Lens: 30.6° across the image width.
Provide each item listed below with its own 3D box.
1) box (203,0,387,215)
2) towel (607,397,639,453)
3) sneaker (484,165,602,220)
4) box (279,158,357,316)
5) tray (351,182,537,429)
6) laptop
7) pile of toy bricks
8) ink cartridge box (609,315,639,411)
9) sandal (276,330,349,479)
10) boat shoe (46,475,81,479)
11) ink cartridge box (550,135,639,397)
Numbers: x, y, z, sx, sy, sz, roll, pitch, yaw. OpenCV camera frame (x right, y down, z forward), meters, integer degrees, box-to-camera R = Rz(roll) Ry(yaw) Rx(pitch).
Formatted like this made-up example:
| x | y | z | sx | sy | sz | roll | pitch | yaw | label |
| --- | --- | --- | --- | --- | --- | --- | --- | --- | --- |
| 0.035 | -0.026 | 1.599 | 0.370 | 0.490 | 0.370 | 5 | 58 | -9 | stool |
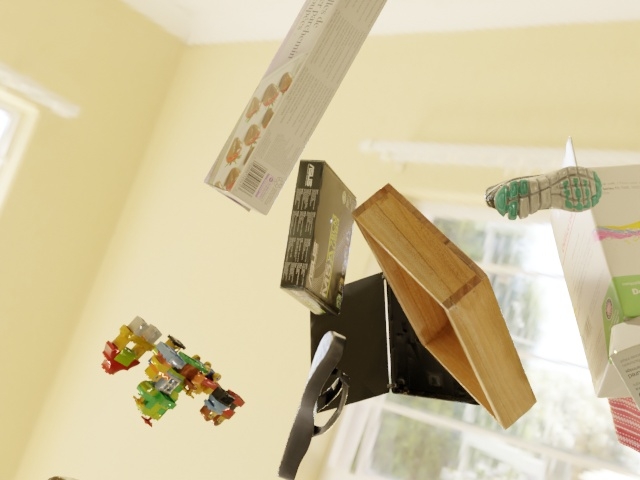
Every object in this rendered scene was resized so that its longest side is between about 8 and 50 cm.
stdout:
| x | y | z | sx | sy | sz | roll | pitch | yaw | label |
| --- | --- | --- | --- | --- | --- | --- | --- | --- | --- |
| -0.023 | -0.185 | 1.367 | 0.067 | 0.324 | 0.063 | 33 | -7 | -39 | box |
| 0.529 | 0.283 | 1.827 | 0.199 | 0.031 | 0.275 | 26 | -26 | 39 | towel |
| 0.289 | -0.066 | 1.536 | 0.167 | 0.065 | 0.076 | -5 | 8 | -20 | sneaker |
| 0.000 | 0.000 | 1.691 | 0.045 | 0.190 | 0.184 | 5 | -14 | 16 | box |
| 0.184 | 0.102 | 1.639 | 0.203 | 0.076 | 0.411 | 46 | -8 | 34 | tray |
| 0.128 | 0.187 | 2.032 | 0.264 | 0.234 | 0.136 | 10 | -33 | -17 | laptop |
| -0.199 | 0.195 | 1.522 | 0.118 | 0.105 | 0.212 | 44 | 0 | 35 | pile of toy bricks |
| 0.484 | 0.187 | 1.497 | 0.153 | 0.087 | 0.208 | -26 | -76 | 25 | ink cartridge box |
| 0.000 | 0.212 | 1.500 | 0.055 | 0.097 | 0.254 | 18 | -49 | 2 | sandal |
| -0.137 | 0.218 | 0.790 | 0.153 | 0.056 | 0.048 | 38 | 10 | 34 | boat shoe |
| 0.439 | 0.030 | 1.721 | 0.119 | 0.353 | 0.207 | -3 | -40 | -3 | ink cartridge box |
